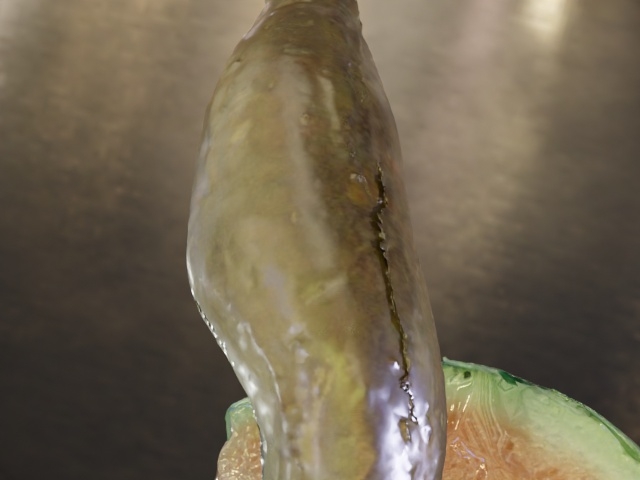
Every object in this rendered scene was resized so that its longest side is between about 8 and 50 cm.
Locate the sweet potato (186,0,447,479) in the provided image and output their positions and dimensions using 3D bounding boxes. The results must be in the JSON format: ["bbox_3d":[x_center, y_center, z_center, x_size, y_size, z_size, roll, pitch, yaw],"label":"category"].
[{"bbox_3d":[-0.007,0.001,0.736,0.085,0.112,0.286,-9,55,-1],"label":"sweet potato"}]

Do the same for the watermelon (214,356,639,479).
[{"bbox_3d":[0.073,0.164,1.118,0.292,0.222,0.319,-21,-3,8],"label":"watermelon"}]
